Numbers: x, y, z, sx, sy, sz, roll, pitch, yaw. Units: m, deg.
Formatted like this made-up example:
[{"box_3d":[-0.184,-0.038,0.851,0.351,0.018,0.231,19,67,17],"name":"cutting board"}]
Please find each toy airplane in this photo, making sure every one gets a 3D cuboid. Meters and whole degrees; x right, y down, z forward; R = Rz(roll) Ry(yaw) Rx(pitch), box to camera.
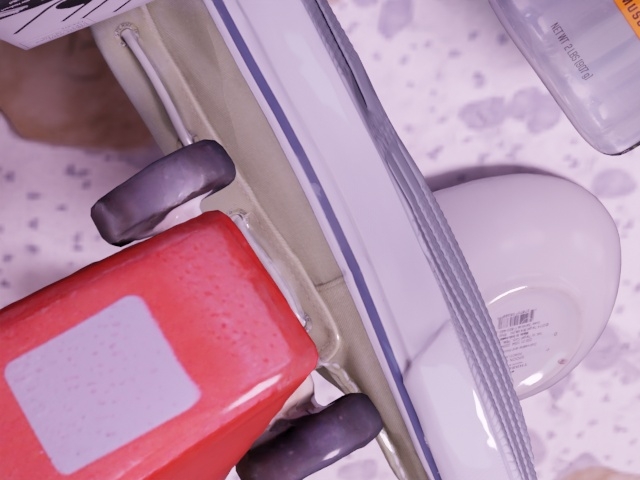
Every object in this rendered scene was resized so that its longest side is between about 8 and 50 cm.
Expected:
[{"box_3d":[-0.192,0.126,0.778,0.386,0.272,0.384,21,117,28],"name":"toy airplane"}]

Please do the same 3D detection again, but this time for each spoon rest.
[{"box_3d":[0.021,0.036,0.945,0.276,0.084,0.137,-10,128,-22],"name":"spoon rest"}]

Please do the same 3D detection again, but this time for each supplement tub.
[{"box_3d":[0.168,-0.131,0.822,0.190,0.117,0.117,-35,124,12],"name":"supplement tub"}]

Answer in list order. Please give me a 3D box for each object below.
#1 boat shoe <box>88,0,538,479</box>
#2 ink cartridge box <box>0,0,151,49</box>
[{"box_3d":[0.000,0.000,0.847,0.094,0.109,0.302,-25,94,13],"name":"boat shoe"},{"box_3d":[-0.038,-0.133,0.738,0.207,0.097,0.046,-20,86,8],"name":"ink cartridge box"}]
